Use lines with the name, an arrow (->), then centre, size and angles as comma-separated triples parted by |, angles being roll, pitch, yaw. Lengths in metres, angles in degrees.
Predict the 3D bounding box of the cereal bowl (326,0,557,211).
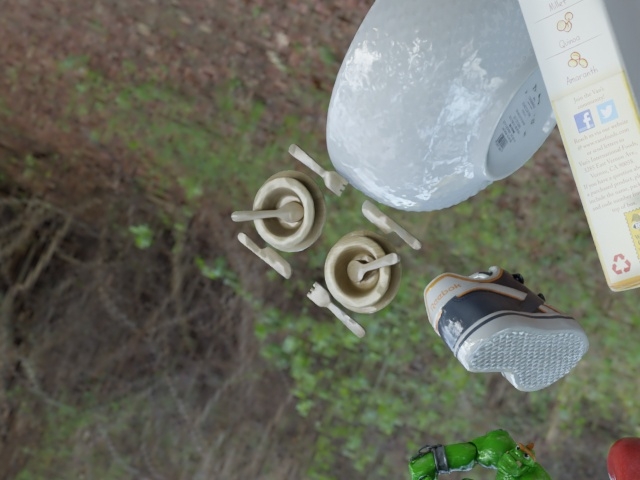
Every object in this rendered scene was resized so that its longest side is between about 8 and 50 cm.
cereal bowl -> 0.168, -0.166, 1.351 | 0.141, 0.339, 0.339 | 36, 180, 24

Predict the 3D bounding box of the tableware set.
tableware set -> 0.000, 0.000, 1.338 | 0.194, 0.128, 0.039 | 39, -161, 23

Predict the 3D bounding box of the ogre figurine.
ogre figurine -> 0.192, 0.274, 1.394 | 0.197, 0.118, 0.096 | 29, 149, 60

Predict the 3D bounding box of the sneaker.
sneaker -> 0.246, 0.108, 1.686 | 0.127, 0.126, 0.321 | 53, -165, 30

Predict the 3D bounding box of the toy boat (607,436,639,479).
toy boat -> 0.236, 0.272, 1.077 | 0.151, 0.231, 0.151 | 4, 139, 27

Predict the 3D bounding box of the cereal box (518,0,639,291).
cereal box -> 0.160, -0.103, 0.612 | 0.047, 0.240, 0.173 | -21, 172, 41
